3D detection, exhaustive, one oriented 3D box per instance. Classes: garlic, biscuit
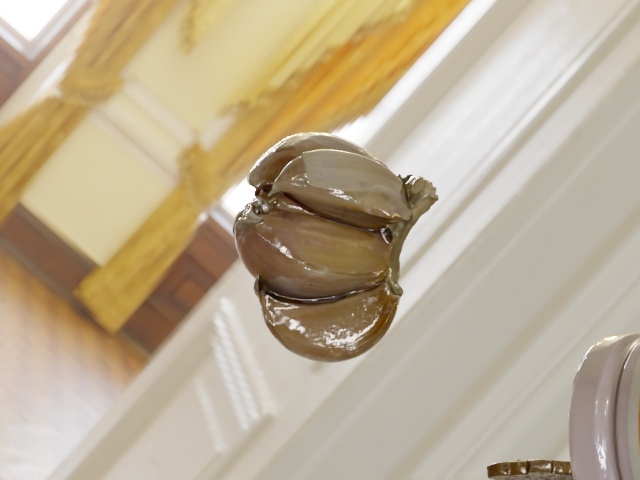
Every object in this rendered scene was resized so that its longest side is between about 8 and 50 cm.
[{"bbox_3d":[0.000,0.000,1.582,0.191,0.214,0.160,8,24,-12],"label":"garlic"},{"bbox_3d":[0.175,0.186,1.242,0.092,0.082,0.016,61,26,-69],"label":"biscuit"}]

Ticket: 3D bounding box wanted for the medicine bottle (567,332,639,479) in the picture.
[{"bbox_3d":[0.281,0.112,0.906,0.249,0.133,0.133,-5,-30,36],"label":"medicine bottle"}]
